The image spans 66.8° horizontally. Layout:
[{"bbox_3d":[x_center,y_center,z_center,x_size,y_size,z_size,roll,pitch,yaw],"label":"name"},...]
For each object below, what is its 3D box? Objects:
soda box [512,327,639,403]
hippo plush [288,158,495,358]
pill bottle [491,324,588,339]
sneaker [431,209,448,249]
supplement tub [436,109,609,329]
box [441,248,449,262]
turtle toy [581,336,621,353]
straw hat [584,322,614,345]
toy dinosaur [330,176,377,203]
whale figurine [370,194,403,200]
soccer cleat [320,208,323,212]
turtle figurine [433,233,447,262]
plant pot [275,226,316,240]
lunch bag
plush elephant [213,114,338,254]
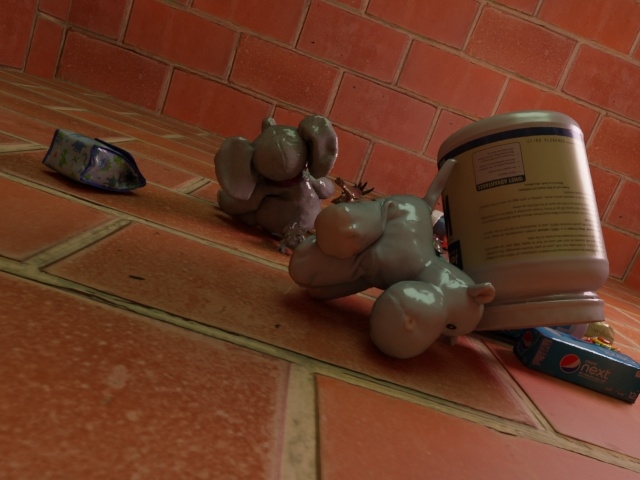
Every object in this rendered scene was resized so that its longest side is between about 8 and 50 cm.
[{"bbox_3d":[0.465,0.216,0.871,0.210,0.067,0.071,20,12,-3],"label":"soda box"},{"bbox_3d":[0.121,0.066,0.742,0.294,0.234,0.236,-21,65,-30],"label":"hippo plush"},{"bbox_3d":[0.388,0.121,0.980,0.264,0.146,0.146,18,12,-10],"label":"pill bottle"},{"bbox_3d":[0.459,-0.023,1.622,0.148,0.131,0.350,34,23,24],"label":"sneaker"},{"bbox_3d":[0.327,-0.021,0.801,0.236,0.324,0.235,-3,-13,-1],"label":"supplement tub"},{"bbox_3d":[0.364,0.022,1.628,0.178,0.042,0.109,20,13,-7],"label":"box"},{"bbox_3d":[0.547,0.221,0.984,0.095,0.066,0.130,9,16,-42],"label":"turtle toy"},{"bbox_3d":[0.614,0.210,1.076,0.145,0.061,0.144,27,-2,1],"label":"straw hat"},{"bbox_3d":[0.145,-0.101,1.554,0.296,0.127,0.200,39,23,27],"label":"toy dinosaur"},{"bbox_3d":[0.211,-0.082,1.717,0.272,0.141,0.216,-6,13,-5],"label":"whale figurine"},{"bbox_3d":[0.001,-0.090,1.581,0.083,0.029,0.036,30,6,28],"label":"soccer cleat"},{"bbox_3d":[0.266,0.037,1.254,0.175,0.118,0.234,15,19,-24],"label":"turtle figurine"},{"bbox_3d":[0.000,0.000,1.161,0.237,0.032,0.236,20,11,-4],"label":"plant pot"},{"bbox_3d":[-0.448,-0.154,0.984,0.129,0.096,0.151,23,-2,26],"label":"lunch bag"},{"bbox_3d":[-0.093,-0.151,1.059,0.272,0.255,0.330,-9,30,-13],"label":"plush elephant"}]
